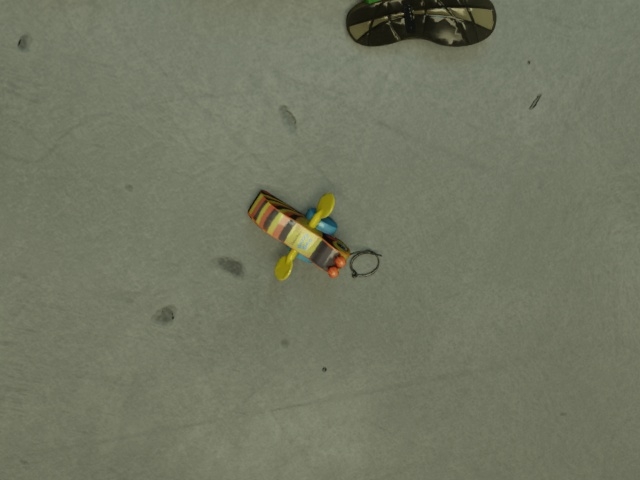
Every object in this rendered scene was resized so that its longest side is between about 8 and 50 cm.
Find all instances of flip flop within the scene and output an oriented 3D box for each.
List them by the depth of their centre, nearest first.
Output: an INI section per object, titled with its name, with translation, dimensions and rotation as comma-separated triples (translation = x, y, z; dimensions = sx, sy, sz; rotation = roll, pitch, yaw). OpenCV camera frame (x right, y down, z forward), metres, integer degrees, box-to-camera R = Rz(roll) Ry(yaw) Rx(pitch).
[flip flop]
translation = 0.187, -0.418, 1.527
dimensions = 0.277, 0.080, 0.112
rotation = -3, 118, 11

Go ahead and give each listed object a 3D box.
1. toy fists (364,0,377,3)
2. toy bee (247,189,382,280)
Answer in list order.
[toy fists]
translation = 0.166, -0.547, 1.458
dimensions = 0.279, 0.096, 0.142
rotation = -24, 118, 3
[toy bee]
translation = 0.000, 0.000, 1.627
dimensions = 0.299, 0.162, 0.195
rotation = 9, 109, -9
